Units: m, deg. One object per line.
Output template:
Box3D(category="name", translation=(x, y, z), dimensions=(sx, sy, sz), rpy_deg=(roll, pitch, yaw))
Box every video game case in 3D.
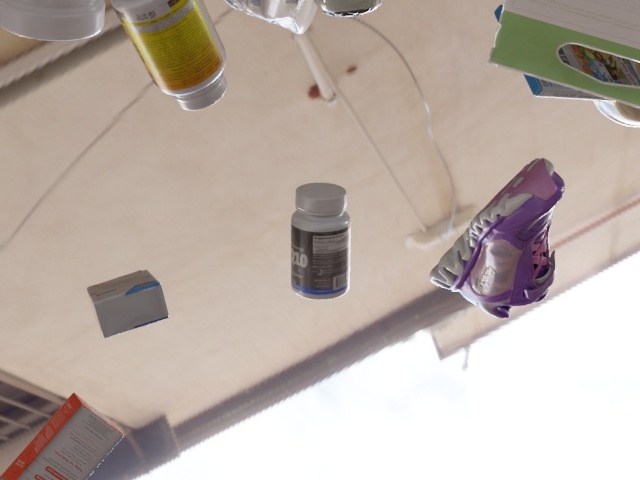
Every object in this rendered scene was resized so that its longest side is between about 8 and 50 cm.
Box3D(category="video game case", translation=(0.280, -0.207, 1.164), dimensions=(0.166, 0.015, 0.119), rpy_deg=(-2, -121, -32))

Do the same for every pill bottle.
Box3D(category="pill bottle", translation=(0.000, 0.000, 1.342), dimensions=(0.078, 0.078, 0.137), rpy_deg=(7, -68, 15))
Box3D(category="pill bottle", translation=(-0.208, -0.290, 1.494), dimensions=(0.117, 0.215, 0.117), rpy_deg=(-11, -133, 12))
Box3D(category="pill bottle", translation=(-0.421, -0.516, 1.647), dimensions=(0.210, 0.363, 0.210), rpy_deg=(6, -151, -3))

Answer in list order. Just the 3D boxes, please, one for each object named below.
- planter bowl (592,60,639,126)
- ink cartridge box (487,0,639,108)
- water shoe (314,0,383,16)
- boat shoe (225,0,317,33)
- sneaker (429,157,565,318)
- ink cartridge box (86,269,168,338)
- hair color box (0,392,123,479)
Box3D(category="planter bowl", translation=(0.450, -0.234, 1.414), dimensions=(0.162, 0.109, 0.162), rpy_deg=(0, -83, -3))
Box3D(category="ink cartridge box", translation=(0.208, -0.179, 0.651), dimensions=(0.171, 0.235, 0.056), rpy_deg=(18, -116, 8))
Box3D(category="water shoe", translation=(0.032, -0.254, 0.851), dimensions=(0.072, 0.080, 0.203), rpy_deg=(-2, -145, 6))
Box3D(category="boat shoe", translation=(-0.048, -0.234, 0.990), dimensions=(0.063, 0.184, 0.066), rpy_deg=(24, -70, 12))
Box3D(category="sneaker", translation=(0.194, 0.009, 1.029), dimensions=(0.095, 0.236, 0.104), rpy_deg=(-40, -101, -25))
Box3D(category="ink cartridge box", translation=(-0.256, 0.081, 1.382), dimensions=(0.088, 0.122, 0.052), rpy_deg=(-17, -77, -14))
Box3D(category="hair color box", translation=(-0.304, 0.255, 1.213), dimensions=(0.141, 0.072, 0.043), rpy_deg=(-49, -151, -8))
